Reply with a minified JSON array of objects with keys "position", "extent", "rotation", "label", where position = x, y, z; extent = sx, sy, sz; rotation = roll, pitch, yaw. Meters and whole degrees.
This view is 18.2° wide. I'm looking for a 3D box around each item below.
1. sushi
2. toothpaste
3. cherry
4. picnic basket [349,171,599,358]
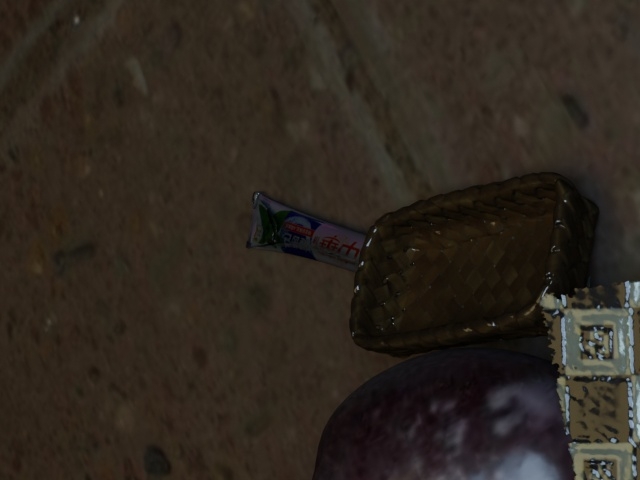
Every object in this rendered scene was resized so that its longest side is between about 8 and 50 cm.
[{"position":[0.251,0.107,1.179],"extent":[0.210,0.040,0.192],"rotation":[-12,85,18],"label":"sushi"},{"position":[0.000,0.000,1.474],"extent":[0.170,0.028,0.045],"rotation":[17,104,48],"label":"toothpaste"},{"position":[0.097,0.175,1.293],"extent":[0.266,0.183,0.213],"rotation":[-32,86,25],"label":"cherry"},{"position":[0.103,0.022,1.326],"extent":[0.193,0.055,0.110],"rotation":[-13,59,50],"label":"picnic basket"}]
